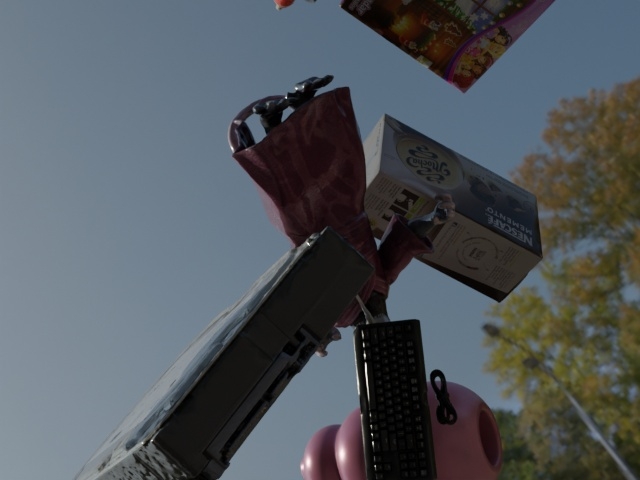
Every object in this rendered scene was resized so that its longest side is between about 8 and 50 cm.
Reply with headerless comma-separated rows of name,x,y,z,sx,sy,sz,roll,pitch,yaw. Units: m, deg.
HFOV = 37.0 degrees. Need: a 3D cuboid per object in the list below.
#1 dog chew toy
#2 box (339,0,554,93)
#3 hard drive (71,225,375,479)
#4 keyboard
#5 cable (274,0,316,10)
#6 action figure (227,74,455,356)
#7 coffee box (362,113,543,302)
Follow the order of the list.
dog chew toy,0.120,0.347,1.553,0.332,0.206,0.206,-17,-27,26
box,0.186,-0.335,1.135,0.201,0.057,0.293,31,-49,-15
hard drive,-0.108,0.139,0.834,0.237,0.064,0.339,-51,6,-35
keyboard,0.098,0.180,1.081,0.108,0.180,0.023,-6,-11,4
cable,-0.042,-0.357,1.209,0.139,0.287,0.072,34,-98,-11
action figure,0.000,0.000,1.171,0.248,0.276,0.370,-28,-76,-28
coffee box,0.194,-0.050,1.512,0.297,0.168,0.119,27,-53,-13
